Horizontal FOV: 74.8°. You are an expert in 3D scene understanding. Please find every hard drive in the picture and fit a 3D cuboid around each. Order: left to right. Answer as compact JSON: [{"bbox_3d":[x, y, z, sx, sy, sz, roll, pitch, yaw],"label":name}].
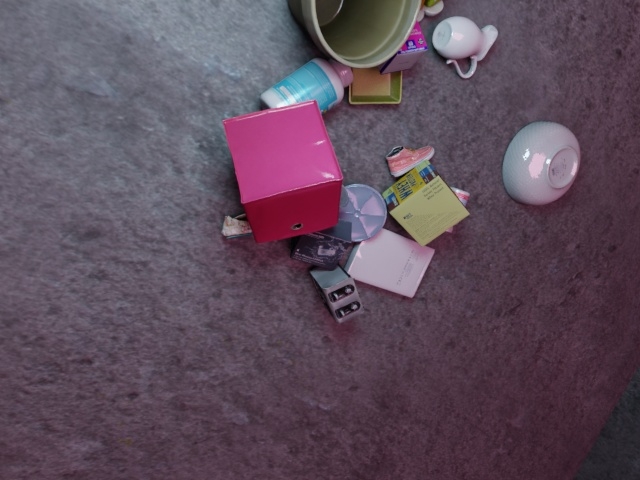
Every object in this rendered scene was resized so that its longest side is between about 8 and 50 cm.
[{"bbox_3d":[0.258,0.078,1.562,0.319,0.040,0.210,20,98,-27],"label":"hard drive"}]

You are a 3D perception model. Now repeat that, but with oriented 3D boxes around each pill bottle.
[{"bbox_3d":[-0.035,-0.428,1.221,0.264,0.146,0.146,-37,116,-7],"label":"pill bottle"},{"bbox_3d":[0.489,-0.115,1.570,0.087,0.087,0.160,14,101,-26],"label":"pill bottle"}]

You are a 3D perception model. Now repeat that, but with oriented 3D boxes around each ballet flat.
[{"bbox_3d":[-0.190,-0.055,1.316,0.241,0.091,0.077,-6,86,-24],"label":"ballet flat"}]

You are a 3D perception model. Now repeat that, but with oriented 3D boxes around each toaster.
[{"bbox_3d":[0.052,0.164,1.439,0.110,0.185,0.167,-26,122,-10],"label":"toaster"}]

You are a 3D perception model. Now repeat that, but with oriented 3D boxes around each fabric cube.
[{"bbox_3d":[-0.095,-0.175,1.137,0.255,0.258,0.258,-13,69,-6],"label":"fabric cube"}]

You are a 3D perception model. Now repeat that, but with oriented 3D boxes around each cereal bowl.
[{"bbox_3d":[0.898,-0.295,1.653,0.340,0.141,0.338,-7,110,-21],"label":"cereal bowl"}]

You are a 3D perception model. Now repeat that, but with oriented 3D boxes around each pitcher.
[{"bbox_3d":[0.465,-0.635,1.386,0.207,0.125,0.177,-7,125,-32],"label":"pitcher"}]

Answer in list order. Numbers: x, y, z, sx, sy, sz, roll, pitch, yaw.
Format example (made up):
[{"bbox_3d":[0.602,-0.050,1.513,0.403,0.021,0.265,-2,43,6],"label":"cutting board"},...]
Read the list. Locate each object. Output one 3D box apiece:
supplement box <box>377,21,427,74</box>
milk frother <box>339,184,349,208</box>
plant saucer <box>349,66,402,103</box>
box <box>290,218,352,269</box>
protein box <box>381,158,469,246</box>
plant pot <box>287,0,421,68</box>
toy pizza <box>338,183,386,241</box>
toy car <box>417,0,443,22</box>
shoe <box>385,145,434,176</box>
[{"bbox_3d":[0.208,-0.625,1.234,0.111,0.114,0.219,-19,87,-20],"label":"supplement box"},{"bbox_3d":[-0.008,-0.142,1.325,0.143,0.135,0.129,-2,76,-34],"label":"milk frother"},{"bbox_3d":[0.168,-0.531,1.329,0.189,0.045,0.188,-7,109,-20],"label":"plant saucer"},{"bbox_3d":[0.000,0.000,1.346,0.156,0.093,0.158,16,137,-12],"label":"box"},{"bbox_3d":[0.360,-0.128,1.451,0.200,0.135,0.201,-38,120,19],"label":"protein box"},{"bbox_3d":[0.054,-0.641,1.095,0.324,0.280,0.322,-16,125,-24],"label":"plant pot"},{"bbox_3d":[0.125,-0.094,1.435,0.202,0.032,0.201,0,106,2],"label":"toy pizza"},{"bbox_3d":[0.307,-0.767,1.272,0.182,0.159,0.136,-29,79,-11],"label":"toy car"},{"bbox_3d":[0.311,-0.298,1.451,0.178,0.063,0.081,-31,121,-6],"label":"shoe"}]
